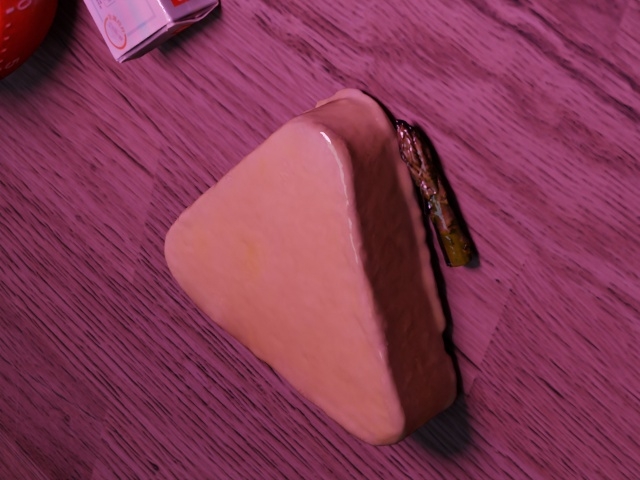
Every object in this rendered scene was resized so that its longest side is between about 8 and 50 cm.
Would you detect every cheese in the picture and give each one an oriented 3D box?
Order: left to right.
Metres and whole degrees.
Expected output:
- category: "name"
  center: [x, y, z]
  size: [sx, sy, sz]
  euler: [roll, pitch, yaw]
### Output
- category: "cheese"
  center: [0.001, 0.001, 2.034]
  size: [0.384, 0.104, 0.384]
  euler: [27, 131, 36]

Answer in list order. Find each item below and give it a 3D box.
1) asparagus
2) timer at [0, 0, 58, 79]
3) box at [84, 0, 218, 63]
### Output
- category: "asparagus"
  center: [0.113, -0.050, 1.934]
  size: [0.165, 0.030, 0.036]
  euler: [66, 169, -8]
- category: "timer"
  center: [-0.489, -0.346, 2.230]
  size: [0.378, 0.279, 0.378]
  euler: [28, 130, 38]
- category: "box"
  center: [-0.230, -0.341, 2.096]
  size: [0.135, 0.079, 0.269]
  euler: [-25, 93, 53]
